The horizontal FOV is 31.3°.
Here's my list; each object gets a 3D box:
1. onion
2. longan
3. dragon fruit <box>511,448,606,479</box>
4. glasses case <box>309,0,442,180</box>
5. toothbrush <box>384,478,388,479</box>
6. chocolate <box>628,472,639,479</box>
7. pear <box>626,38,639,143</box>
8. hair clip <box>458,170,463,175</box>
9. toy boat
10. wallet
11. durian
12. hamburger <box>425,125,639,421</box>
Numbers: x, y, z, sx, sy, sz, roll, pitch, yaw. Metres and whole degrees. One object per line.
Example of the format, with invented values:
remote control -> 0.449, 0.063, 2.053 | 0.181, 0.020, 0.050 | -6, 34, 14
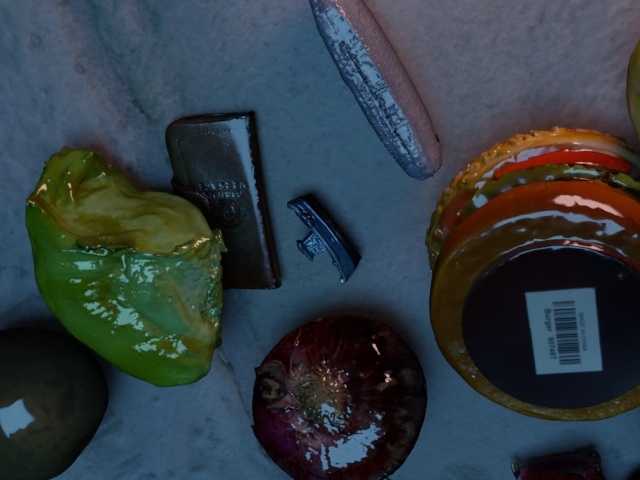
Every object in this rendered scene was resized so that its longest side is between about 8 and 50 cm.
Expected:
onion -> 0.029, 0.220, 1.559 | 0.246, 0.190, 0.246 | -1, 83, 11
longan -> -0.431, 0.244, 1.670 | 0.246, 0.215, 0.246 | 18, 142, 15
dragon fruit -> 0.355, 0.342, 1.600 | 0.147, 0.096, 0.102 | -13, 101, 50
glasses case -> 0.071, -0.201, 1.416 | 0.067, 0.109, 0.282 | -28, 104, 20
toothbrush -> 0.074, 0.353, 1.694 | 0.304, 0.030, 0.030 | 34, 116, -3
chocolate -> 0.442, 0.399, 1.588 | 0.080, 0.125, 0.148 | 21, 121, 22
pear -> 0.480, -0.158, 1.268 | 0.271, 0.271, 0.271 | 5, 113, 11
hair clip -> 0.238, -0.083, 1.475 | 0.115, 0.030, 0.039 | -16, 127, 21
toy boat -> 0.000, 0.000, 1.545 | 0.061, 0.060, 0.137 | -39, 106, 5
wallet -> -0.135, -0.049, 1.571 | 0.137, 0.031, 0.255 | -3, 111, 17
durian -> -0.259, 0.052, 1.545 | 0.256, 0.204, 0.339 | 8, 117, 22
hamburger -> 0.288, 0.033, 1.378 | 0.330, 0.250, 0.330 | 5, 121, 9
